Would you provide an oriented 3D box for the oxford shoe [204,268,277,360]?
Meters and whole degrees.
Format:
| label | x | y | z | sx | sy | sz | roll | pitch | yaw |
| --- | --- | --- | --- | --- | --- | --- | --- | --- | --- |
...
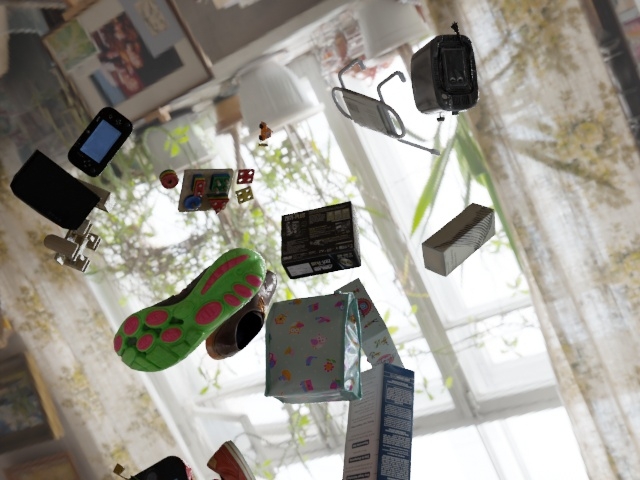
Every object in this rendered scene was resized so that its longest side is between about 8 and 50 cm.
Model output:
| label | x | y | z | sx | sy | sz | roll | pitch | yaw |
| --- | --- | --- | --- | --- | --- | --- | --- | --- | --- |
| oxford shoe | -0.203 | 0.220 | 2.075 | 0.132 | 0.130 | 0.364 | -13 | -146 | 38 |

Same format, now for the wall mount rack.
| label | x | y | z | sx | sy | sz | roll | pitch | yaw |
| --- | --- | --- | --- | --- | --- | --- | --- | --- | --- |
| wall mount rack | 0.188 | -0.355 | 1.940 | 0.130 | 0.304 | 0.350 | -38 | -144 | -12 |

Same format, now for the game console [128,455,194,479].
| label | x | y | z | sx | sy | sz | roll | pitch | yaw |
| --- | --- | --- | --- | --- | --- | --- | --- | --- | --- |
| game console | -0.491 | 0.868 | 2.002 | 0.341 | 0.387 | 0.060 | -30 | 147 | 10 |

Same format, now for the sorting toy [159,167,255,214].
| label | x | y | z | sx | sy | sz | roll | pitch | yaw |
| --- | --- | --- | --- | --- | --- | --- | --- | --- | --- |
| sorting toy | -0.286 | -0.121 | 1.777 | 0.274 | 0.046 | 0.132 | -5 | 133 | -29 |

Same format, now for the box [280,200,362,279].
| label | x | y | z | sx | sy | sz | roll | pitch | yaw |
| --- | --- | --- | --- | --- | --- | --- | --- | --- | --- |
| box | 0.000 | 0.000 | 1.621 | 0.180 | 0.078 | 0.148 | -12 | -127 | 11 |

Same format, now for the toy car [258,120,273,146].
| label | x | y | z | sx | sy | sz | roll | pitch | yaw |
| --- | --- | --- | --- | --- | --- | --- | --- | --- | --- |
| toy car | -0.153 | -0.297 | 1.911 | 0.040 | 0.060 | 0.122 | 3 | 179 | -5 |

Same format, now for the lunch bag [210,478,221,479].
| label | x | y | z | sx | sy | sz | roll | pitch | yaw |
| --- | --- | --- | --- | --- | --- | --- | --- | --- | --- |
| lunch bag | -0.168 | 0.573 | 1.274 | 0.120 | 0.258 | 0.293 | -15 | 172 | -46 |

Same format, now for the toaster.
| label | x | y | z | sx | sy | sz | roll | pitch | yaw |
| --- | --- | --- | --- | --- | --- | --- | --- | --- | --- |
| toaster | 0.306 | -0.418 | 1.720 | 0.129 | 0.227 | 0.146 | -8 | -179 | -21 |

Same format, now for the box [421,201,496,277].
| label | x | y | z | sx | sy | sz | roll | pitch | yaw |
| --- | --- | --- | --- | --- | --- | --- | --- | --- | --- |
| box | 0.451 | -0.006 | 2.212 | 0.275 | 0.113 | 0.094 | -37 | -139 | -28 |

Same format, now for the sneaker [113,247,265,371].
| label | x | y | z | sx | sy | sz | roll | pitch | yaw |
| --- | --- | --- | --- | --- | --- | --- | --- | --- | --- |
| sneaker | -0.339 | 0.198 | 1.851 | 0.482 | 0.185 | 0.202 | -32 | 176 | 4 |

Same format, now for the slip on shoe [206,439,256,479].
| label | x | y | z | sx | sy | sz | roll | pitch | yaw |
| --- | --- | --- | --- | --- | --- | --- | --- | --- | --- |
| slip on shoe | -0.211 | 0.710 | 1.884 | 0.101 | 0.332 | 0.123 | -32 | -165 | -21 |

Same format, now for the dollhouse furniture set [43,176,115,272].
| label | x | y | z | sx | sy | sz | roll | pitch | yaw |
| --- | --- | --- | --- | --- | --- | --- | --- | --- | --- |
| dollhouse furniture set | -0.740 | -0.054 | 2.014 | 0.212 | 0.160 | 0.242 | 122 | -9 | -74 |

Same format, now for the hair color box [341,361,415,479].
| label | x | y | z | sx | sy | sz | roll | pitch | yaw |
| --- | --- | --- | --- | --- | --- | --- | --- | --- | --- |
| hair color box | 0.147 | 0.504 | 1.731 | 0.105 | 0.348 | 0.174 | 19 | 150 | -21 |

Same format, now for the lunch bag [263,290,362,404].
| label | x | y | z | sx | sy | sz | roll | pitch | yaw |
| --- | --- | --- | --- | --- | --- | --- | --- | --- | --- |
| lunch bag | -0.016 | 0.259 | 1.673 | 0.223 | 0.263 | 0.160 | -9 | 153 | 20 |

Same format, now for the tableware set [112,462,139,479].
| label | x | y | z | sx | sy | sz | roll | pitch | yaw |
| --- | --- | --- | --- | --- | --- | --- | --- | --- | --- |
| tableware set | -0.405 | 0.547 | 1.526 | 0.104 | 0.154 | 0.024 | 6 | -128 | 42 |

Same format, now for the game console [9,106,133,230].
| label | x | y | z | sx | sy | sz | roll | pitch | yaw |
| --- | --- | --- | --- | --- | --- | --- | --- | --- | --- |
| game console | -0.667 | -0.220 | 1.884 | 0.044 | 0.213 | 0.361 | 4 | -122 | 55 |

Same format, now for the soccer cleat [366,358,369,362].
| label | x | y | z | sx | sy | sz | roll | pitch | yaw |
| --- | --- | --- | --- | --- | --- | --- | --- | --- | --- |
| soccer cleat | 0.188 | 0.402 | 2.280 | 0.083 | 0.029 | 0.036 | -2 | 148 | -24 |

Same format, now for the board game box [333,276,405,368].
| label | x | y | z | sx | sy | sz | roll | pitch | yaw |
| --- | --- | --- | --- | --- | --- | --- | --- | --- | --- |
| board game box | 0.160 | 0.293 | 2.070 | 0.097 | 0.303 | 0.224 | -28 | -135 | 0 |
